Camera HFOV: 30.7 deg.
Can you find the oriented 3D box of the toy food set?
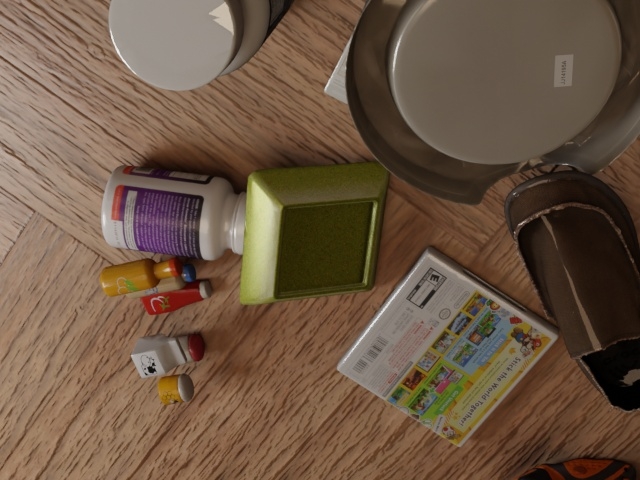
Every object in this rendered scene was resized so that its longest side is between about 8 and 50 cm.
[{"bbox_3d":[-0.194,0.108,1.556,0.105,0.111,0.232,-12,118,16],"label":"toy food set"}]

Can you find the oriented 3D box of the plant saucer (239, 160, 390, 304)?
[{"bbox_3d":[0.000,0.000,1.444,0.188,0.045,0.188,-6,119,-22],"label":"plant saucer"}]

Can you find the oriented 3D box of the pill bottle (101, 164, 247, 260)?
[{"bbox_3d":[-0.171,-0.032,1.483,0.194,0.108,0.108,8,117,9],"label":"pill bottle"}]

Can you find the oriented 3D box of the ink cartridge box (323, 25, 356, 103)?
[{"bbox_3d":[0.106,-0.222,1.372,0.145,0.045,0.179,27,125,-3],"label":"ink cartridge box"}]

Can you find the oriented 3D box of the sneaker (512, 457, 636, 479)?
[{"bbox_3d":[0.403,0.372,1.506,0.321,0.180,0.124,29,121,27],"label":"sneaker"}]

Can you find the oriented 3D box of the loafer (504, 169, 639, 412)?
[{"bbox_3d":[0.330,0.068,1.365,0.134,0.130,0.366,-24,126,21],"label":"loafer"}]

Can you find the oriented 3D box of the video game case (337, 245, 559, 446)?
[{"bbox_3d":[0.166,0.145,1.546,0.206,0.026,0.227,33,117,-5],"label":"video game case"}]

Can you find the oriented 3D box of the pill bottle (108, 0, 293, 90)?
[{"bbox_3d":[-0.120,-0.269,1.257,0.162,0.278,0.162,5,117,9],"label":"pill bottle"}]

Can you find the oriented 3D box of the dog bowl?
[{"bbox_3d":[0.199,-0.206,1.277,0.349,0.102,0.348,-1,127,-1],"label":"dog bowl"}]
